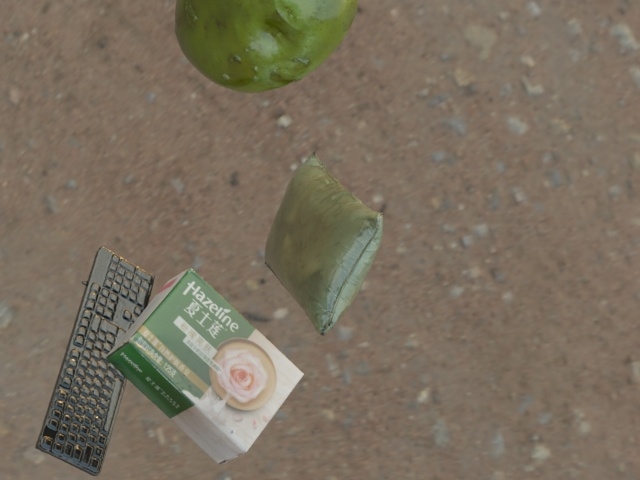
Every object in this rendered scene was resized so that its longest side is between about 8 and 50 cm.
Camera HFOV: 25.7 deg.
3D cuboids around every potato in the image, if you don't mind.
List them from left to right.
[{"bbox_3d":[-0.058,-0.262,1.540,0.148,0.253,0.186,-32,107,-39],"label":"potato"}]

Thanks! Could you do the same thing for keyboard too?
[{"bbox_3d":[-0.292,0.151,1.830,0.101,0.018,0.309,31,50,-25],"label":"keyboard"}]

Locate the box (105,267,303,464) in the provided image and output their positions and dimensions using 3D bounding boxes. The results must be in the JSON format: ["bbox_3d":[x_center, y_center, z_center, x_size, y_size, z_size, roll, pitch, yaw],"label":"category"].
[{"bbox_3d":[-0.138,0.151,1.682,0.199,0.081,0.135,45,55,-10],"label":"box"}]

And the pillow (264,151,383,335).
[{"bbox_3d":[0.000,0.000,1.951,0.075,0.302,0.184,21,102,-25],"label":"pillow"}]
